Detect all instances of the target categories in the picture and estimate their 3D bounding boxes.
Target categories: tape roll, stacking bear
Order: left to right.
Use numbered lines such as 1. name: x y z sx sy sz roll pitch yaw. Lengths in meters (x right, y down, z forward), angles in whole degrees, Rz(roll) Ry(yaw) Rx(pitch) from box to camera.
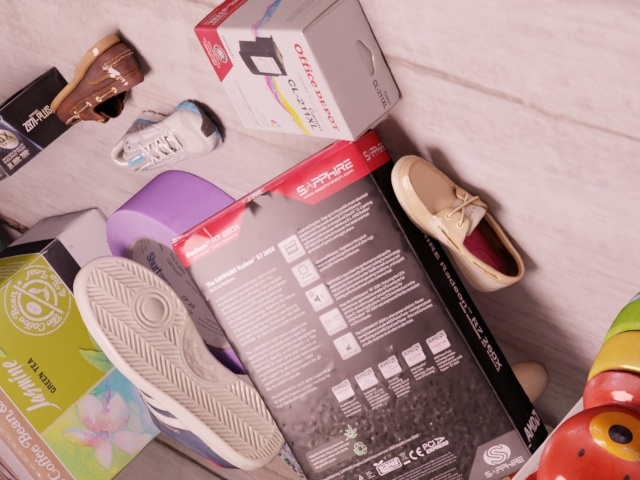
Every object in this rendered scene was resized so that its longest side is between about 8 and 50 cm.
1. tape roll: -0.151 0.044 1.846 0.275 0.090 0.275 35 152 22
2. stacking bear: 0.279 0.123 1.114 0.175 0.289 0.164 35 151 21

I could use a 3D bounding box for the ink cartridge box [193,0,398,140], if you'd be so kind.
1. ink cartridge box: -0.025 -0.173 1.384 0.175 0.072 0.127 11 136 50

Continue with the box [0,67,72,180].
1. box: -0.414 -0.143 1.901 0.077 0.147 0.180 52 153 -13

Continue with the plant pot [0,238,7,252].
1. plant pot: -0.623 0.113 2.357 0.341 0.341 0.334 0 131 55

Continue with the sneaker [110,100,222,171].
1. sneaker: -0.189 -0.112 1.694 0.190 0.083 0.071 -6 122 56

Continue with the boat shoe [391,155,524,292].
1. boat shoe: 0.139 -0.020 1.380 0.170 0.063 0.059 46 151 -20

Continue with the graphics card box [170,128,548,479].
1. graphics card box: 0.041 0.100 1.442 0.232 0.094 0.371 -30 91 21

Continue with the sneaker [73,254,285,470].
1. sneaker: -0.205 0.173 1.855 0.350 0.131 0.148 50 149 -7

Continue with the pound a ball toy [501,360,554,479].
1. pound a ball toy: 0.166 0.222 1.630 0.319 0.135 0.208 2 104 54

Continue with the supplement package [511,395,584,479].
1. supplement package: 0.262 0.266 1.366 0.145 0.262 0.204 37 152 17

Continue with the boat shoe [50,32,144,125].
1. boat shoe: -0.272 -0.178 1.731 0.073 0.073 0.207 50 153 -4

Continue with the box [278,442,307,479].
1. box: -0.045 0.302 2.115 0.137 0.027 0.094 43 152 6

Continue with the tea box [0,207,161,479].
1. tea box: -0.393 0.179 2.120 0.329 0.323 0.220 54 152 -17
